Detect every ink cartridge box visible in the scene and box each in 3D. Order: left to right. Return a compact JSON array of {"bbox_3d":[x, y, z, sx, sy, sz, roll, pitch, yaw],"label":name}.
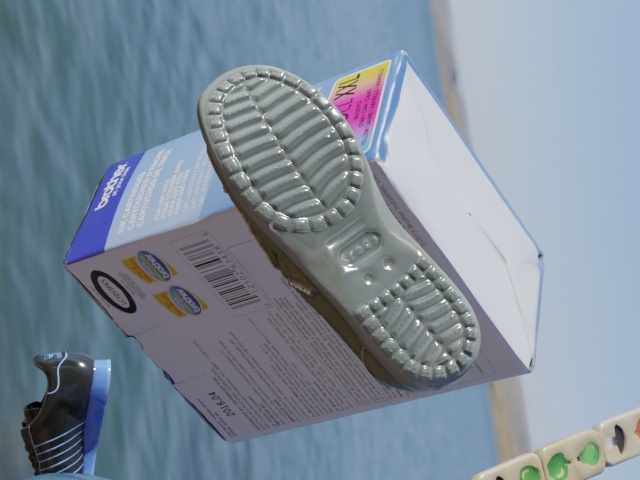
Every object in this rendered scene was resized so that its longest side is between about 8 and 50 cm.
[{"bbox_3d":[-0.036,0.028,1.322,0.270,0.395,0.151,52,34,-31],"label":"ink cartridge box"}]

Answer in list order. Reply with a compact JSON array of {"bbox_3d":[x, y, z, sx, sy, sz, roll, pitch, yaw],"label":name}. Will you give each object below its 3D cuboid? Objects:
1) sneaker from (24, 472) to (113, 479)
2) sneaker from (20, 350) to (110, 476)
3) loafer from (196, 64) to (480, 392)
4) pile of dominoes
[{"bbox_3d":[-0.146,0.316,1.445,0.366,0.135,0.150,38,-8,-29],"label":"sneaker"},{"bbox_3d":[-0.297,0.239,1.654,0.081,0.090,0.232,-170,-90,-80],"label":"sneaker"},{"bbox_3d":[0.000,0.000,0.938,0.251,0.094,0.087,57,-23,14],"label":"loafer"},{"bbox_3d":[0.201,0.213,0.925,0.251,0.040,0.196,-14,89,-40],"label":"pile of dominoes"}]
